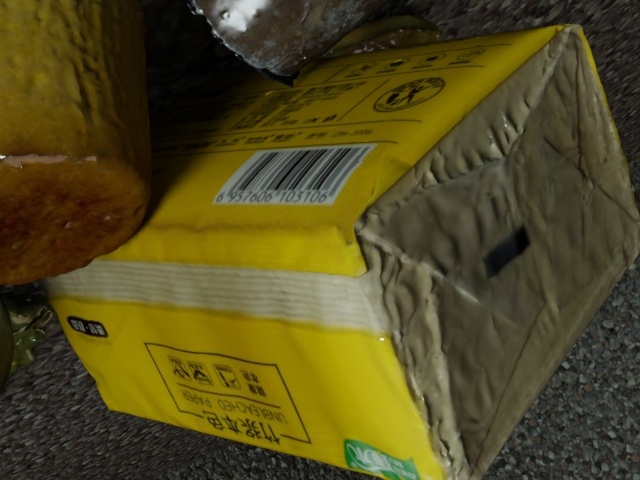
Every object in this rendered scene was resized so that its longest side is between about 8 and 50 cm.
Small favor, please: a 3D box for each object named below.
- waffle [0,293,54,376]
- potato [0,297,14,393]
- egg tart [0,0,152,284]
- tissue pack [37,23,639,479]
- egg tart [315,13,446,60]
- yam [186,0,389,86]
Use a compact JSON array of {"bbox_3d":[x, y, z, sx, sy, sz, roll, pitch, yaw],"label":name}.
[{"bbox_3d":[-0.444,0.161,1.109,0.297,0.073,0.317,-22,156,-48],"label":"waffle"},{"bbox_3d":[-0.379,0.095,0.699,0.326,0.243,0.221,-7,-166,-22],"label":"potato"},{"bbox_3d":[-0.204,-0.076,0.647,0.215,0.171,0.215,-15,153,-8],"label":"egg tart"},{"bbox_3d":[0.000,0.000,0.775,0.382,0.228,0.293,2,-144,44],"label":"tissue pack"},{"bbox_3d":[0.033,-0.137,1.037,0.241,0.106,0.241,-26,167,-7],"label":"egg tart"},{"bbox_3d":[0.041,-0.234,0.714,0.280,0.131,0.131,-36,164,15],"label":"yam"}]
